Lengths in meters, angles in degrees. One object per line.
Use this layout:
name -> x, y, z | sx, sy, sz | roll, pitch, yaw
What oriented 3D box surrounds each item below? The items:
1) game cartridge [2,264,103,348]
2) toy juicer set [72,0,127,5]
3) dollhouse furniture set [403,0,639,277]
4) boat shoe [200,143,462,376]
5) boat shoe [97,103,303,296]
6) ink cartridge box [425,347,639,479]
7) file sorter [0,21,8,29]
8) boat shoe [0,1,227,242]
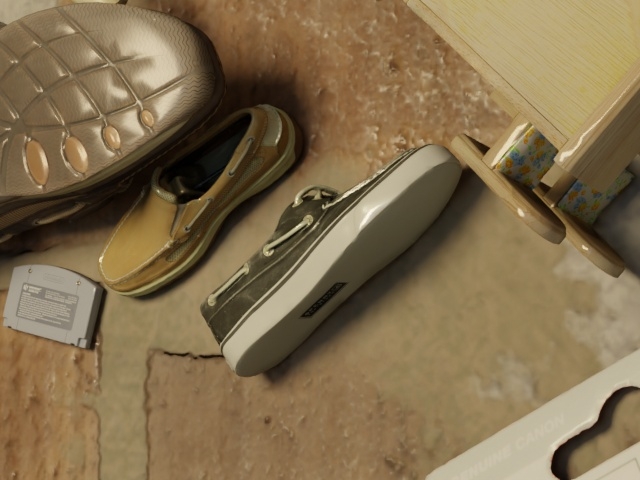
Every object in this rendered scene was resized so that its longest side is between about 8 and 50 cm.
game cartridge -> -0.204, 0.048, 1.323 | 0.083, 0.017, 0.056 | 13, 92, 30
toy juicer set -> -0.105, -0.266, 1.251 | 0.329, 0.089, 0.209 | -32, 88, 1
dollhouse furniture set -> 0.186, -0.088, 0.987 | 0.212, 0.242, 0.161 | -51, 50, 13
boat shoe -> 0.000, 0.000, 1.179 | 0.219, 0.078, 0.070 | -43, 66, 19
boat shoe -> -0.102, -0.033, 1.244 | 0.190, 0.072, 0.068 | -45, 64, 17
ink cartridge box -> 0.250, 0.243, 1.017 | 0.308, 0.091, 0.385 | -34, 51, 22
file sorter -> -0.334, -0.248, 1.345 | 0.173, 0.193, 0.278 | 11, 88, 27
boat shoe -> -0.202, -0.080, 1.271 | 0.355, 0.130, 0.132 | -16, 81, 34
